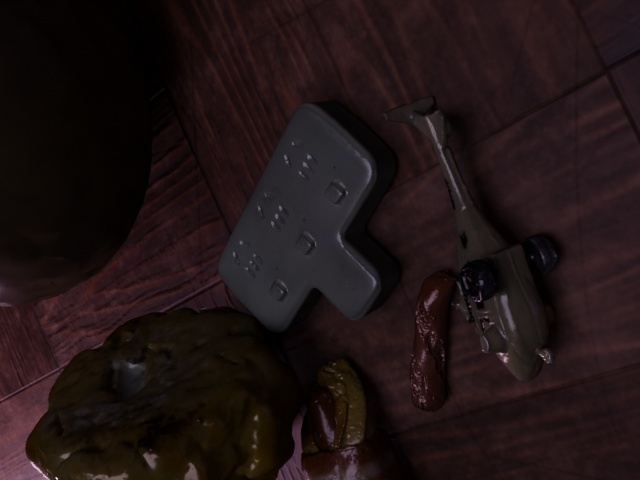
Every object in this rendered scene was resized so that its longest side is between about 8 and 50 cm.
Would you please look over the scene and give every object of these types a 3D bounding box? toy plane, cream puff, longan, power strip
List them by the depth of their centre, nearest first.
[{"bbox_3d":[0.146,-0.003,0.766,0.108,0.092,0.286,-16,95,65],"label":"toy plane"},{"bbox_3d":[0.000,0.000,0.893,0.193,0.059,0.265,44,125,20],"label":"power strip"},{"bbox_3d":[-0.163,0.244,0.968,0.324,0.291,0.257,-7,125,22],"label":"cream puff"},{"bbox_3d":[-0.401,-0.125,0.968,0.404,0.404,0.436,10,106,36],"label":"longan"}]

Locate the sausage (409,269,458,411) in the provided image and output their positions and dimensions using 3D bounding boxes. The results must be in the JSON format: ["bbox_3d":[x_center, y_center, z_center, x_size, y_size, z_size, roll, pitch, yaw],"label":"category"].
[{"bbox_3d":[0.116,0.105,0.847,0.036,0.042,0.158,-130,42,-67],"label":"sausage"}]

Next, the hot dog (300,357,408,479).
[{"bbox_3d":[0.034,0.271,0.923,0.123,0.093,0.261,-27,85,40],"label":"hot dog"}]
